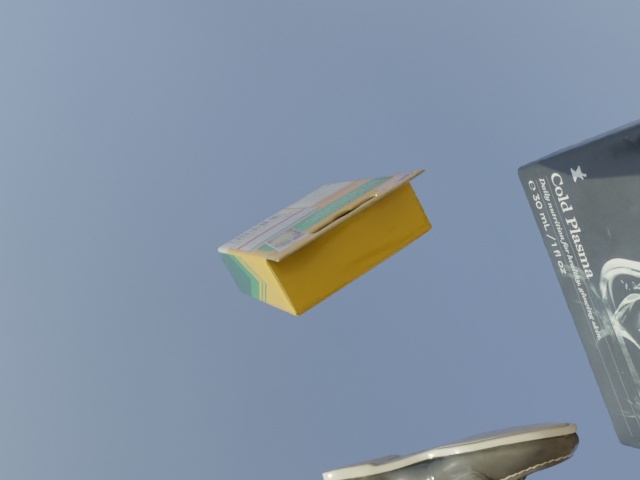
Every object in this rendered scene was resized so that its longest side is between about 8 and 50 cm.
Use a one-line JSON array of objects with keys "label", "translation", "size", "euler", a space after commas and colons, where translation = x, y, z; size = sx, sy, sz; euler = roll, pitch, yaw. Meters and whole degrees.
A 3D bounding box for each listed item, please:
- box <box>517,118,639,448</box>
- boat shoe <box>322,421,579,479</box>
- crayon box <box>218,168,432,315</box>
[{"label": "box", "translation": [0.577, 0.035, 0.895], "size": [0.297, 0.472, 0.480], "euler": [-21, -90, -19]}, {"label": "boat shoe", "translation": [0.146, 0.283, 0.781], "size": [0.112, 0.335, 0.096], "euler": [5, -115, -51]}, {"label": "crayon box", "translation": [0.000, 0.000, 0.885], "size": [0.203, 0.323, 0.083], "euler": [-32, -79, -16]}]
